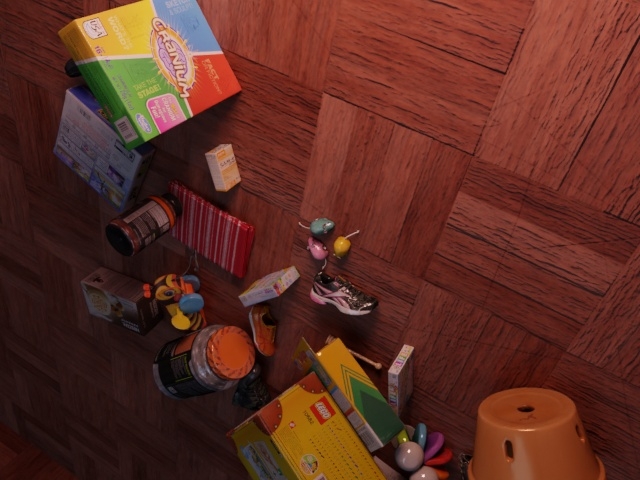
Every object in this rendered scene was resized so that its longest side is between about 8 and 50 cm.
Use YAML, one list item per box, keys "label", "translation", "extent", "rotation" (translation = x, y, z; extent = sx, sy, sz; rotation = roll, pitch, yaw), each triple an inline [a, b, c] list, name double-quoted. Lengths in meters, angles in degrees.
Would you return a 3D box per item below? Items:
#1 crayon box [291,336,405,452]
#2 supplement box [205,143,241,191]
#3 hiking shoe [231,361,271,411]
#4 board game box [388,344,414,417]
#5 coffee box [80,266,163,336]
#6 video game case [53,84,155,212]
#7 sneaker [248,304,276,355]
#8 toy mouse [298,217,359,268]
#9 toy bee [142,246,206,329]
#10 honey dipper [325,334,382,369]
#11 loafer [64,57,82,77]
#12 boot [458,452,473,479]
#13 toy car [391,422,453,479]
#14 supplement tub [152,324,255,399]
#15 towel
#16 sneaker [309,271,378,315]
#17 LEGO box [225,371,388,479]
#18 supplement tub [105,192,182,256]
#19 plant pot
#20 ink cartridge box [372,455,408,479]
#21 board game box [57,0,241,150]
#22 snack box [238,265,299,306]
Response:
- label: "crayon box"
  translation: [0.062, 0.388, 1.526]
  extent: [0.323, 0.083, 0.203]
  rotation: [51, 155, 15]
- label: "supplement box"
  translation: [-0.234, -0.176, 1.428]
  extent: [0.036, 0.062, 0.099]
  rotation: [6, 124, 31]
- label: "hiking shoe"
  translation: [-0.198, 0.455, 1.837]
  extent: [0.114, 0.086, 0.227]
  rotation: [23, 136, -1]
- label: "board game box"
  translation: [0.201, 0.350, 1.468]
  extent: [0.026, 0.103, 0.154]
  rotation: [13, 126, 26]
- label: "coffee box"
  translation: [-0.648, 0.197, 1.935]
  extent: [0.246, 0.098, 0.141]
  rotation: [17, 128, 24]
- label: "video game case"
  translation: [-0.599, -0.247, 1.625]
  extent: [0.269, 0.061, 0.244]
  rotation: [42, 132, 3]
- label: "sneaker"
  translation: [-0.153, 0.260, 1.675]
  extent: [0.067, 0.064, 0.175]
  rotation: [1, 123, 22]
- label: "toy mouse"
  translation: [0.000, 0.000, 1.413]
  extent: [0.143, 0.031, 0.161]
  rotation: [34, 133, 10]
- label: "toy bee"
  translation: [-0.424, 0.149, 1.711]
  extent: [0.195, 0.162, 0.299]
  rotation: [-127, 30, -63]
- label: "honey dipper"
  translation: [0.088, 0.298, 1.560]
  extent: [0.160, 0.030, 0.031]
  rotation: [26, 131, 14]
- label: "loafer"
  translation: [-0.546, -0.428, 1.454]
  extent: [0.223, 0.076, 0.078]
  rotation: [-6, 109, 32]
- label: "boot"
  translation: [0.389, 0.658, 1.579]
  extent: [0.262, 0.091, 0.229]
  rotation: [4, 116, 27]
- label: "toy car"
  translation: [0.272, 0.559, 1.551]
  extent: [0.136, 0.159, 0.182]
  rotation: [-31, 94, 5]
- label: "supplement tub"
  translation: [-0.350, 0.366, 1.786]
  extent: [0.316, 0.193, 0.194]
  rotation: [-24, 105, 42]
- label: "towel"
  translation: [-0.302, -0.028, 1.598]
  extent: [0.274, 0.031, 0.199]
  rotation: [30, 134, 16]
- label: "sneaker"
  translation: [0.054, 0.125, 1.440]
  extent: [0.178, 0.072, 0.077]
  rotation: [12, 115, 20]
- label: "LEGO box"
  translation: [-0.006, 0.647, 1.567]
  extent: [0.500, 0.193, 0.372]
  rotation: [55, 148, 10]
- label: "supplement tub"
  translation: [-0.447, -0.049, 1.526]
  extent: [0.106, 0.198, 0.106]
  rotation: [19, 130, 25]
- label: "plant pot"
  translation: [0.454, 0.449, 1.270]
  extent: [0.290, 0.291, 0.204]
  rotation: [-4, 100, 36]
- label: "ink cartridge box"
  translation: [0.222, 0.819, 1.756]
  extent: [0.306, 0.131, 0.226]
  rotation: [35, 133, 11]
- label: "board game box"
  translation: [-0.324, -0.354, 1.191]
  extent: [0.064, 0.316, 0.242]
  rotation: [-14, 112, 38]
- label: "snack box"
  translation: [-0.134, 0.119, 1.536]
  extent: [0.141, 0.100, 0.037]
  rotation: [-20, 106, 42]
